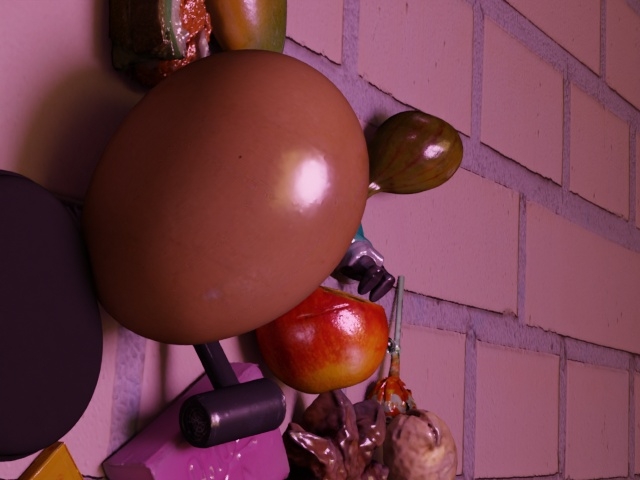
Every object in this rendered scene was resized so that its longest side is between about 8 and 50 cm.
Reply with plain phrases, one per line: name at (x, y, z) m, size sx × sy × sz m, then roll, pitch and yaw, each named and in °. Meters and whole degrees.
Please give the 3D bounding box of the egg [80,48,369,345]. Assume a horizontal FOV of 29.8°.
egg at (-0.111, -0.047, 1.406) m, size 0.374 × 0.301 × 0.301 m, roll -53°, pitch 139°, yaw -3°

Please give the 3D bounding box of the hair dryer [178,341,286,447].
hair dryer at (-0.155, 0.140, 1.519) m, size 0.128 × 0.070 × 0.255 m, roll -10°, pitch 63°, yaw -47°

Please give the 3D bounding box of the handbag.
handbag at (-0.344, 0.079, 1.259) m, size 0.254 × 0.093 × 0.308 m, roll -26°, pitch 109°, yaw -54°

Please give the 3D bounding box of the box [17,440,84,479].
box at (-0.320, 0.306, 1.343) m, size 0.155 × 0.023 × 0.087 m, roll -51°, pitch 126°, yaw -47°

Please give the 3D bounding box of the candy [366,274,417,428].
candy at (0.130, 0.185, 2.035) m, size 0.078 × 0.084 × 0.288 m, roll 41°, pitch 47°, yaw -44°

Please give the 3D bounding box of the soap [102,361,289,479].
soap at (-0.152, 0.295, 1.556) m, size 0.259 × 0.081 × 0.181 m, roll -38°, pitch 120°, yaw -52°

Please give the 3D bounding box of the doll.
doll at (-0.013, -0.012, 1.716) m, size 0.195 × 0.153 × 0.258 m, roll 44°, pitch 6°, yaw -27°

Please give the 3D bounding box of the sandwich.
sandwich at (-0.188, -0.286, 1.520) m, size 0.160 × 0.109 × 0.185 m, roll 20°, pitch 71°, yaw -54°

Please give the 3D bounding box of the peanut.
peanut at (0.157, 0.397, 1.965) m, size 0.130 × 0.130 × 0.290 m, roll -45°, pitch 147°, yaw -50°

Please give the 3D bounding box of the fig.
fig at (0.121, -0.102, 2.001) m, size 0.259 × 0.151 × 0.151 m, roll -49°, pitch 132°, yaw -17°

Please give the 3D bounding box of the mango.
mango at (-0.109, -0.348, 1.656) m, size 0.156 × 0.114 × 0.251 m, roll -51°, pitch 142°, yaw -60°

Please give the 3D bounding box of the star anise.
star anise at (0.018, 0.371, 1.797) m, size 0.315 × 0.108 × 0.315 m, roll 10°, pitch 78°, yaw -56°

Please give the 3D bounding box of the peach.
peach at (0.001, 0.120, 1.722) m, size 0.190 × 0.190 × 0.192 m, roll -39°, pitch 121°, yaw -52°
